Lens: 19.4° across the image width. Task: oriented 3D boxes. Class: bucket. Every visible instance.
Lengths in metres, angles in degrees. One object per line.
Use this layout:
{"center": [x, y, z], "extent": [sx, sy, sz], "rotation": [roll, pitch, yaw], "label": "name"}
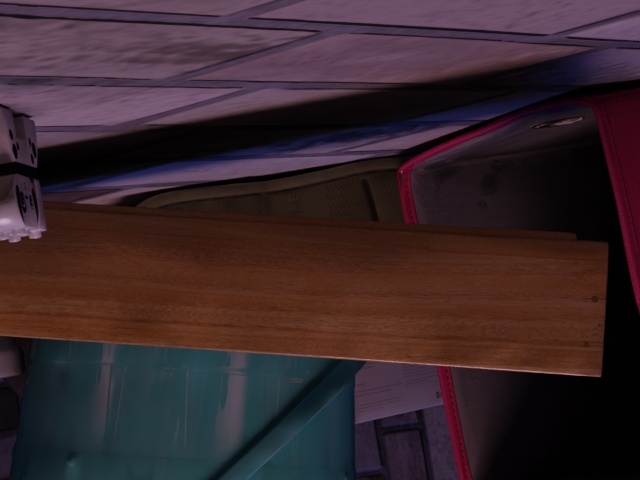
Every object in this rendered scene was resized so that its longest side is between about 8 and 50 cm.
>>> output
{"center": [-0.097, 0.146, 1.378], "extent": [0.281, 0.183, 0.281], "rotation": [5, 176, 0], "label": "bucket"}

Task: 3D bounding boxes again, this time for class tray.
{"center": [-0.055, 0.022, 1.027], "extent": [0.411, 0.076, 0.203], "rotation": [4, 179, 6], "label": "tray"}

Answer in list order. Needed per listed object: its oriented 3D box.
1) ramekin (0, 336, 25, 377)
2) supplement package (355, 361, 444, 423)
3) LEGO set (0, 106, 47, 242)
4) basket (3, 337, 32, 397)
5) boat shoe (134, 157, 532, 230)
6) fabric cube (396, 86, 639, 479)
{"center": [-0.327, 0.063, 1.377], "extent": [0.207, 0.109, 0.207], "rotation": [-10, 178, 0], "label": "ramekin"}
{"center": [0.008, 0.077, 1.831], "extent": [0.149, 0.203, 0.194], "rotation": [-11, 176, 32], "label": "supplement package"}
{"center": [-0.170, -0.006, 0.726], "extent": [0.087, 0.093, 0.227], "rotation": [-10, 177, 5], "label": "LEGO set"}
{"center": [-0.195, 0.096, 1.895], "extent": [0.204, 0.154, 0.227], "rotation": [-8, 178, -32], "label": "basket"}
{"center": [0.000, 0.000, 1.352], "extent": [0.302, 0.113, 0.103], "rotation": [2, 176, -13], "label": "boat shoe"}
{"center": [0.240, 0.032, 1.242], "extent": [0.258, 0.259, 0.254], "rotation": [-10, 177, -26], "label": "fabric cube"}
